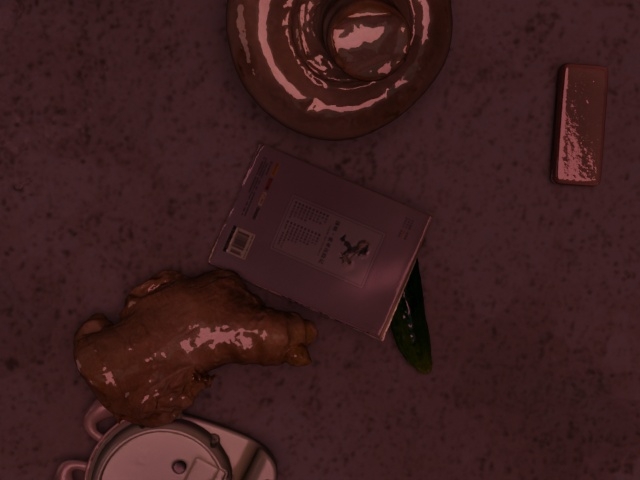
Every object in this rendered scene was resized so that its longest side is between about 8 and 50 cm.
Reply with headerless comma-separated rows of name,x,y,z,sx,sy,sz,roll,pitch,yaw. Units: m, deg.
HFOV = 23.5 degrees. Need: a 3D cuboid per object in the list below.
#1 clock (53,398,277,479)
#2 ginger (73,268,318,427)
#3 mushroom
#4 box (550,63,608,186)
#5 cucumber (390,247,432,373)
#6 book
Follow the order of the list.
clock,-0.147,0.230,1.426,0.191,0.062,0.151,26,91,-4
ginger,-0.117,0.085,1.408,0.213,0.074,0.137,-23,72,-4
mushroom,0.009,-0.189,1.357,0.206,0.209,0.206,5,104,20
box,0.244,-0.109,1.453,0.048,0.025,0.115,3,93,-9
cucumber,0.078,0.047,1.444,0.039,0.039,0.167,-11,95,-3
book,0.000,0.000,1.428,0.182,0.014,0.127,23,90,10
